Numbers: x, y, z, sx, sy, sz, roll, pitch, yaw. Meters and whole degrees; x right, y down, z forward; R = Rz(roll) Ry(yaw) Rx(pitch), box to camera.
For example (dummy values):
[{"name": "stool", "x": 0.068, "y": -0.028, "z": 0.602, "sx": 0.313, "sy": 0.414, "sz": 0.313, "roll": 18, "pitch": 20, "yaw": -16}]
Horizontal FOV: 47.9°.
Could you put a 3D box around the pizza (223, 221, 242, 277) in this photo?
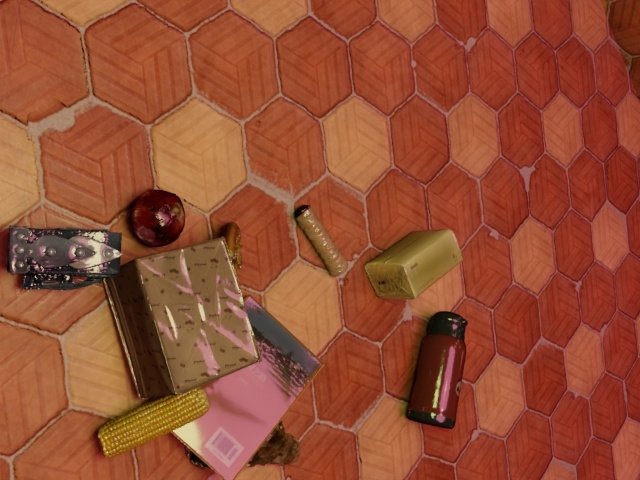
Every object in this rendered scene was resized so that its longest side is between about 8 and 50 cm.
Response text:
[{"name": "pizza", "x": -0.214, "y": 0.060, "z": 1.709, "sx": 0.053, "sy": 0.185, "sz": 0.195, "roll": 7, "pitch": 114, "yaw": -4}]

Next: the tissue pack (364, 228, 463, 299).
[{"name": "tissue pack", "x": 0.267, "y": 0.066, "z": 2.056, "sx": 0.234, "sy": 0.159, "sz": 0.125, "roll": -33, "pitch": 108, "yaw": -34}]

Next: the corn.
[{"name": "corn", "x": -0.363, "y": 0.389, "z": 1.563, "sx": 0.249, "sy": 0.081, "sz": 0.081, "roll": -22, "pitch": 102, "yaw": -18}]

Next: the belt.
[{"name": "belt", "x": -0.515, "y": 0.037, "z": 1.455, "sx": 0.218, "sy": 0.122, "sz": 0.128, "roll": 1, "pitch": 86, "yaw": -17}]

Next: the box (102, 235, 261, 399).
[{"name": "box", "x": -0.299, "y": 0.169, "z": 1.563, "sx": 0.225, "sy": 0.190, "sz": 0.296, "roll": -16, "pitch": 90, "yaw": -38}]

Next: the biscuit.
[{"name": "biscuit", "x": 0.000, "y": 0.000, "z": 1.917, "sx": 0.061, "sy": 0.055, "sz": 0.219, "roll": -33, "pitch": 111, "yaw": 4}]

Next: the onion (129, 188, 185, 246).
[{"name": "onion", "x": -0.361, "y": -0.052, "z": 1.599, "sx": 0.131, "sy": 0.131, "sz": 0.131, "roll": 2, "pitch": 87, "yaw": -38}]

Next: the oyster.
[{"name": "oyster", "x": -0.178, "y": 0.499, "z": 1.739, "sx": 0.295, "sy": 0.094, "sz": 0.166, "roll": -9, "pitch": 102, "yaw": -32}]

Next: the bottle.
[{"name": "bottle", "x": 0.356, "y": 0.376, "z": 2.126, "sx": 0.144, "sy": 0.144, "sz": 0.335, "roll": 25, "pitch": 72, "yaw": -35}]

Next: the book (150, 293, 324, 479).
[{"name": "book", "x": -0.193, "y": 0.344, "z": 1.710, "sx": 0.262, "sy": 0.028, "sz": 0.374, "roll": 43, "pitch": 61, "yaw": -3}]
